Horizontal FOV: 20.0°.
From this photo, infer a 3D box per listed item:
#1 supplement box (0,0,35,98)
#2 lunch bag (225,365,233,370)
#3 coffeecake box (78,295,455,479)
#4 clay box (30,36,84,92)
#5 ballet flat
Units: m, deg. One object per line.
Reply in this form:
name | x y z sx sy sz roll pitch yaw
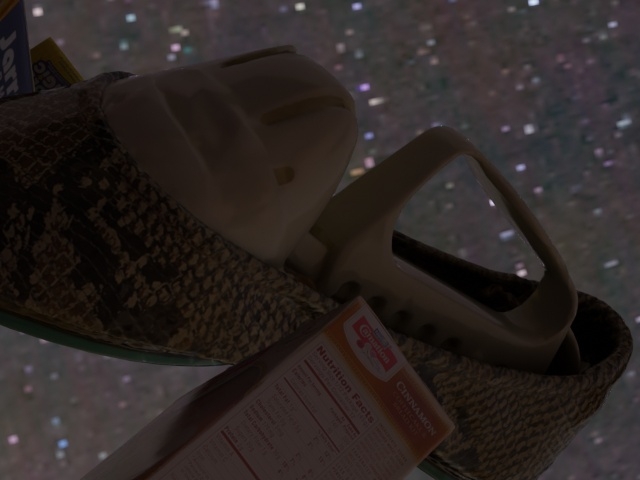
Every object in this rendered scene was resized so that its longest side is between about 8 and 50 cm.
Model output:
supplement box | -0.318 0.012 0.940 0.194 0.356 0.195 19 -43 17
lunch bag | -0.022 0.278 1.363 0.293 0.221 0.138 36 -19 10
coffeecake box | -0.059 0.113 0.689 0.068 0.185 0.142 55 -42 -3
clay box | -0.199 -0.077 1.508 0.127 0.053 0.222 51 -14 14
ballet flat | 0.000 0.000 0.955 0.182 0.482 0.164 -45 -136 20
